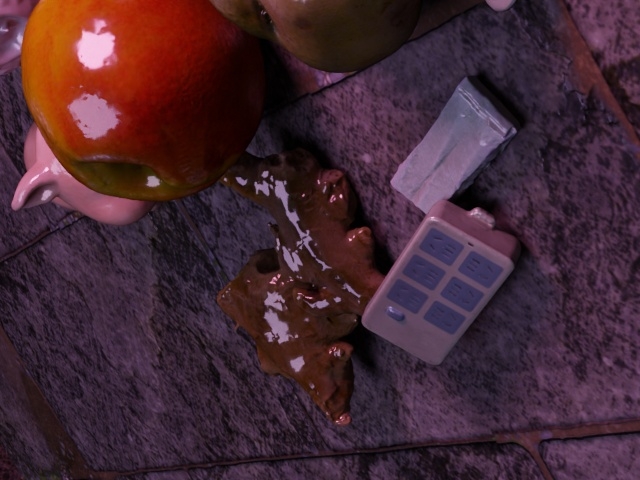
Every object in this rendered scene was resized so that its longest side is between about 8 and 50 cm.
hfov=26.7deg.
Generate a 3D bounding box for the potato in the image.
[{"bbox_3d":[-0.032,-0.311,1.445,0.351,0.202,0.218,29,179,44],"label":"potato"}]

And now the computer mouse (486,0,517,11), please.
[{"bbox_3d":[0.172,-0.283,1.351,0.110,0.032,0.056,61,149,11],"label":"computer mouse"}]

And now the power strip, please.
[{"bbox_3d":[0.142,0.056,1.636,0.118,0.046,0.270,27,140,-2],"label":"power strip"}]

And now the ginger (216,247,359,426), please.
[{"bbox_3d":[-0.017,0.129,1.906,0.270,0.123,0.219,50,131,-2],"label":"ginger"}]

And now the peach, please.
[{"bbox_3d":[-0.222,-0.218,1.703,0.308,0.308,0.332,120,153,-56],"label":"peach"}]

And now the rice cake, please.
[{"bbox_3d":[0.151,-0.100,1.541,0.085,0.040,0.226,49,148,9],"label":"rice cake"}]

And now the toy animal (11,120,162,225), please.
[{"bbox_3d":[-0.334,-0.132,1.992,0.326,0.269,0.237,8,83,44],"label":"toy animal"}]

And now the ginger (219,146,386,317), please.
[{"bbox_3d":[-0.001,-0.002,1.779,0.166,0.080,0.333,-36,95,32],"label":"ginger"}]

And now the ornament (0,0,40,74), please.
[{"bbox_3d":[-0.490,-0.383,1.866,0.337,0.337,0.337,34,143,31],"label":"ornament"}]
